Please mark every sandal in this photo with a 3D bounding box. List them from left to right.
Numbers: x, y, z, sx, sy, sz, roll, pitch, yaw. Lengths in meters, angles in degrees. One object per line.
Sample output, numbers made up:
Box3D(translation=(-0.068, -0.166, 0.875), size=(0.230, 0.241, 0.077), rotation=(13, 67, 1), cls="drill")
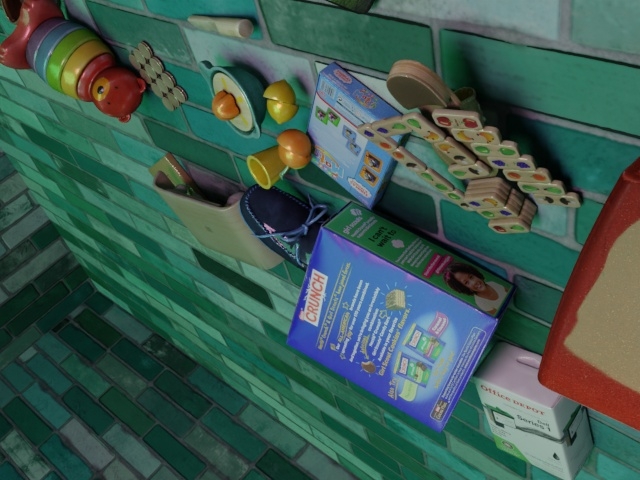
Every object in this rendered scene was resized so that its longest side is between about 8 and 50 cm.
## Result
Box3D(translation=(0.170, -0.166, 0.844), size=(0.088, 0.079, 0.240), rotation=(7, 159, 42), cls="sandal")

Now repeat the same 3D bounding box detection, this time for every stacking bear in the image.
Box3D(translation=(-0.516, -0.375, 1.476), size=(0.289, 0.175, 0.164), rotation=(35, -170, 6), cls="stacking bear")

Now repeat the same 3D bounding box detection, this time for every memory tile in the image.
Box3D(translation=(-0.343, -0.344, 1.424), size=(0.148, 0.012, 0.113), rotation=(52, 153, -15), cls="memory tile")

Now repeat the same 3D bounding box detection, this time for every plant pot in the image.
Box3D(translation=(0.391, 0.028, 0.628), size=(0.267, 0.267, 0.236), rotation=(23, 133, 39), cls="plant pot")

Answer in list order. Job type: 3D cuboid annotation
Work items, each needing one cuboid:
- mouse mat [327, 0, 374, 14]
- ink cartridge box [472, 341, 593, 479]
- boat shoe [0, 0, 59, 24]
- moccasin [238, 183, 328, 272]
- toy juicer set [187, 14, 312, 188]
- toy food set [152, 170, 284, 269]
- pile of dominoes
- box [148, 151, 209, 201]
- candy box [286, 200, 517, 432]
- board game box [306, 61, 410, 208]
Box3D(translation=(0.019, -0.355, 0.784), size=(0.152, 0.007, 0.190), rotation=(19, 150, -11), cls="mouse mat")
Box3D(translation=(0.378, 0.302, 1.198), size=(0.160, 0.092, 0.219), rotation=(16, 142, 45), cls="ink cartridge box")
Box3D(translation=(-0.627, -0.566, 1.404), size=(0.123, 0.116, 0.324), rotation=(41, 154, 9), cls="boat shoe")
Box3D(translation=(0.000, 0.000, 1.301), size=(0.342, 0.138, 0.117), rotation=(35, 166, -8), cls="moccasin")
Box3D(translation=(-0.129, -0.242, 1.128), size=(0.329, 0.089, 0.209), rotation=(61, 156, -13), cls="toy juicer set")
Box3D(translation=(-0.235, -0.059, 1.591), size=(0.306, 0.092, 0.220), rotation=(19, 153, 38), cls="toy food set")
Box3D(translation=(0.188, -0.083, 0.874), size=(0.251, 0.040, 0.196), rotation=(30, 163, -29), cls="pile of dominoes")
Box3D(translation=(-0.355, -0.126, 1.744), size=(0.201, 0.021, 0.164), rotation=(53, 153, -12), cls="box")
Box3D(translation=(0.124, 0.128, 1.147), size=(0.317, 0.122, 0.268), rotation=(28, 125, 16), cls="candy box")
Box3D(translation=(0.051, -0.160, 1.079), size=(0.160, 0.039, 0.211), rotation=(40, 153, 11), cls="board game box")
